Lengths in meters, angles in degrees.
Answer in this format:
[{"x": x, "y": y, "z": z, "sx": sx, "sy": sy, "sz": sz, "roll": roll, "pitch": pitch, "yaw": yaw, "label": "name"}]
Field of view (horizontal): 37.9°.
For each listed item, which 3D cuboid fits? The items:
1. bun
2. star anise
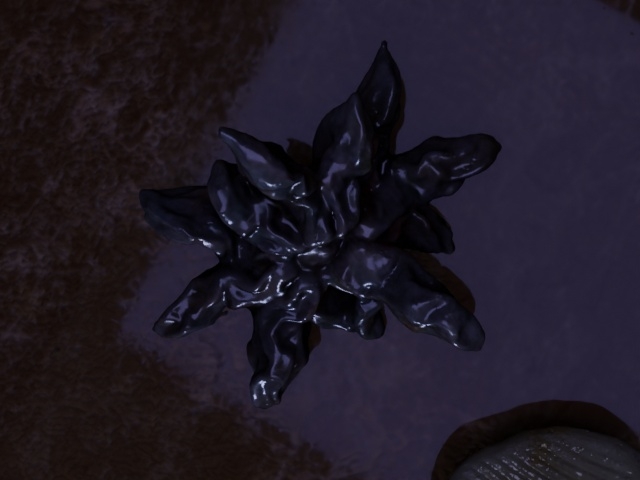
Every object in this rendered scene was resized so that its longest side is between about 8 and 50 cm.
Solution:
[{"x": 0.167, "y": 0.221, "z": 0.648, "sx": 0.183, "sy": 0.102, "sz": 0.183, "roll": -7, "pitch": 59, "yaw": 11, "label": "bun"}, {"x": -0.004, "y": -0.002, "z": 0.648, "sx": 0.282, "sy": 0.129, "sz": 0.212, "roll": -22, "pitch": 108, "yaw": 12, "label": "star anise"}]
